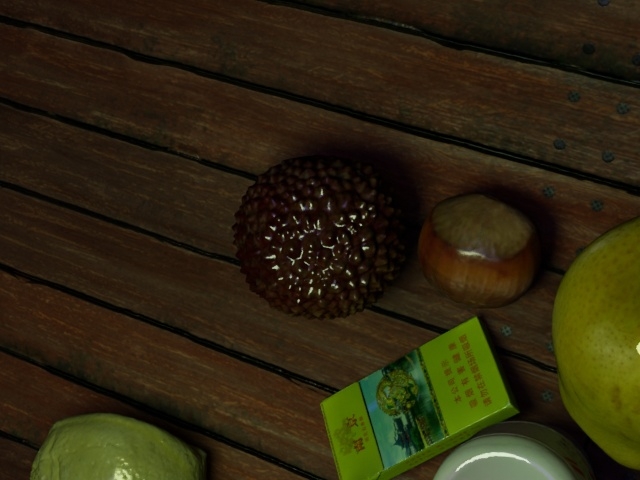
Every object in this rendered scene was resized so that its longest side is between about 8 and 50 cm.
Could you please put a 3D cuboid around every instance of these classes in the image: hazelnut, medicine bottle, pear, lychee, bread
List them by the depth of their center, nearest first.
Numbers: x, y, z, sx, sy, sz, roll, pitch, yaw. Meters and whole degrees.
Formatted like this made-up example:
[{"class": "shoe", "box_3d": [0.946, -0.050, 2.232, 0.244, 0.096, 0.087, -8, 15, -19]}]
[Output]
[{"class": "pear", "box_3d": [0.520, 0.141, 1.532, 0.362, 0.362, 0.418, 34, 128, 19]}, {"class": "medicine bottle", "box_3d": [0.314, 0.404, 1.628, 0.241, 0.302, 0.241, 0, 90, 21]}, {"class": "hazelnut", "box_3d": [0.262, 0.023, 1.728, 0.214, 0.176, 0.214, 21, 126, 32]}, {"class": "lychee", "box_3d": [0.000, 0.000, 1.764, 0.306, 0.330, 0.306, -1, 111, -1]}, {"class": "bread", "box_3d": [-0.367, 0.453, 1.894, 0.320, 0.320, 0.237, -7, 56, 21]}]

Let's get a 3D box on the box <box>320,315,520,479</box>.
[{"class": "box", "box_3d": [0.163, 0.287, 1.784, 0.335, 0.047, 0.187, -32, 49, 18]}]
